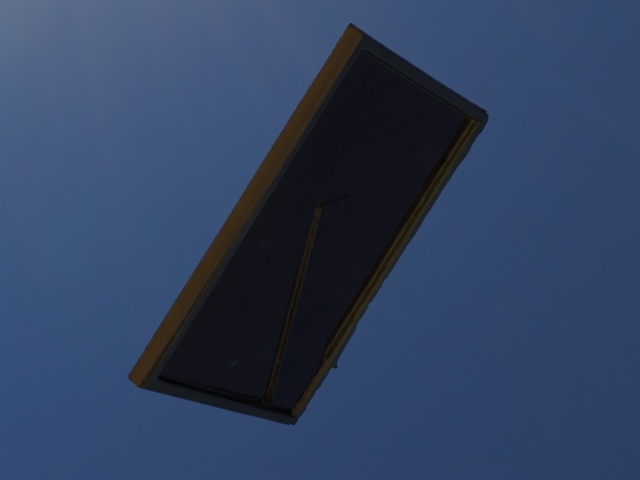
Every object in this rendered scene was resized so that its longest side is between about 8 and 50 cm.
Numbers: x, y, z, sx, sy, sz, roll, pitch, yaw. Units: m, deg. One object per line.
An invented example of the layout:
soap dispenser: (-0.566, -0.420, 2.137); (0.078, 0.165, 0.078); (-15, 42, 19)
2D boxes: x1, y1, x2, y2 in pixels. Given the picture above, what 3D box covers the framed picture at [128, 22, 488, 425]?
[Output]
framed picture: (0.000, 0.000, 1.423); (0.024, 0.232, 0.315); (34, -85, 32)
